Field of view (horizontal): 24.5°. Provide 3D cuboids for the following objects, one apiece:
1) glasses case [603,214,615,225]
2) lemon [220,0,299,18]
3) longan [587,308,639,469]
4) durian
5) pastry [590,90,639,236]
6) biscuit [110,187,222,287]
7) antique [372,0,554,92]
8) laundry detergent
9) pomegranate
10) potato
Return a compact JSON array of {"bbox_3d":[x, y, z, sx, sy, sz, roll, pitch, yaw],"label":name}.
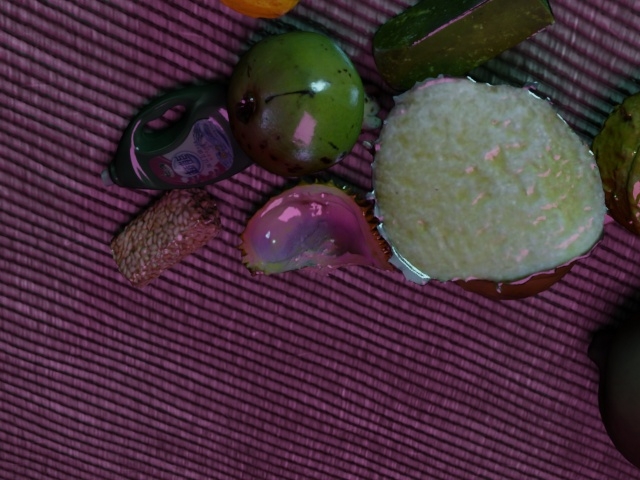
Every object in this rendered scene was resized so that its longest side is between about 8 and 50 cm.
[{"bbox_3d":[0.376,-0.054,2.005,0.169,0.041,0.065,-23,116,16],"label":"glasses case"},{"bbox_3d":[-0.081,-0.320,1.709,0.155,0.114,0.114,22,125,-15],"label":"lemon"},{"bbox_3d":[0.517,0.222,2.121,0.300,0.243,0.300,24,136,25],"label":"longan"},{"bbox_3d":[0.001,-0.001,1.970,0.182,0.132,0.165,-29,115,33],"label":"durian"},{"bbox_3d":[0.468,-0.103,1.900,0.240,0.132,0.235,30,95,-28],"label":"pastry"},{"bbox_3d":[-0.210,-0.007,1.987,0.168,0.082,0.070,-37,148,24],"label":"biscuit"},{"bbox_3d":[0.167,-0.257,1.796,0.220,0.080,0.081,-30,127,20],"label":"antique"},{"bbox_3d":[-0.193,-0.123,1.901,0.210,0.063,0.137,-18,125,15],"label":"laundry detergent"},{"bbox_3d":[-0.018,-0.178,1.813,0.179,0.210,0.179,16,125,25],"label":"pomegranate"},{"bbox_3d":[0.216,-0.068,1.869,0.300,0.237,0.289,1,97,12],"label":"potato"}]
